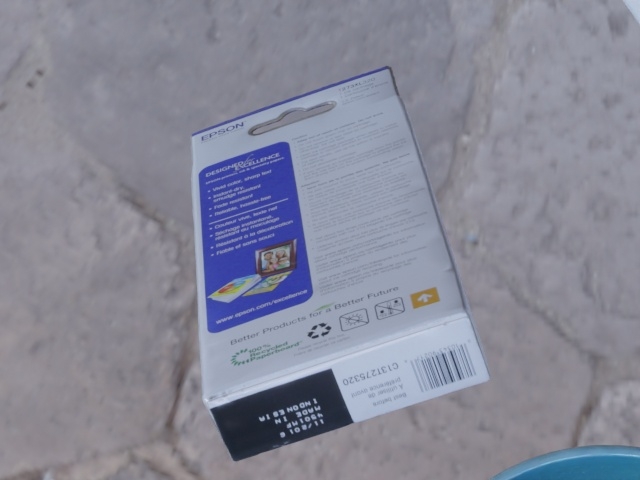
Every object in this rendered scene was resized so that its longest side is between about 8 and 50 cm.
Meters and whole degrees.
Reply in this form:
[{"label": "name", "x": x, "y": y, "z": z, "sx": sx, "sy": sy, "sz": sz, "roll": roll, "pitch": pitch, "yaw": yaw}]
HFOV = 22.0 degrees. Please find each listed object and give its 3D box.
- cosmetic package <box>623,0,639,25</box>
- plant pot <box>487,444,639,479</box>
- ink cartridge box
[{"label": "cosmetic package", "x": 0.394, "y": -0.123, "z": 0.613, "sx": 0.327, "sy": 0.393, "sz": 0.329, "roll": 61, "pitch": 153, "yaw": 17}, {"label": "plant pot", "x": 0.194, "y": 0.313, "z": 1.108, "sx": 0.271, "sy": 0.272, "sz": 0.255, "roll": 4, "pitch": 149, "yaw": 9}, {"label": "ink cartridge box", "x": 0.000, "y": 0.000, "z": 1.175, "sx": 0.175, "sy": 0.371, "sz": 0.069, "roll": -19, "pitch": 123, "yaw": 5}]
